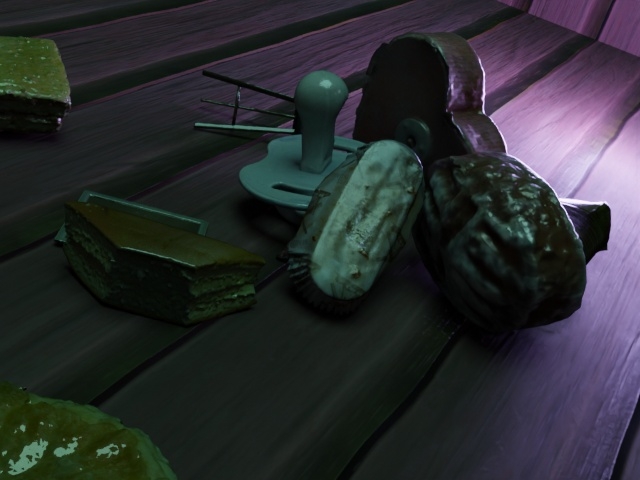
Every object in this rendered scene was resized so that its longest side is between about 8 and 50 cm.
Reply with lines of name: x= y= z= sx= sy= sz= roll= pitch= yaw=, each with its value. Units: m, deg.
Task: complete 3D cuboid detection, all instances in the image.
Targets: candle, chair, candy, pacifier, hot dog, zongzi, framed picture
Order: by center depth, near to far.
framed picture: x=-0.252 y=-0.011 z=1.183 sx=0.183 sy=0.011 sz=0.142 roll=14 pitch=30 yaw=-6
hot dog: x=0.051 y=-0.026 z=1.184 sx=0.144 sy=0.075 sz=0.268 roll=33 pitch=69 yaw=1
candy: x=0.236 y=0.000 z=1.211 sx=0.157 sy=0.214 sz=0.289 roll=-6 pitch=40 yaw=-30
pacifier: x=0.007 y=-0.145 z=1.319 sx=0.238 sy=0.226 sz=0.287 roll=11 pitch=31 yaw=18
zongzi: x=0.315 y=0.000 z=1.388 sx=0.241 sy=0.111 sz=0.247 roll=13 pitch=31 yaw=30
candle: x=0.176 y=-0.173 z=1.463 sx=0.131 sy=0.287 sz=0.317 roll=-9 pitch=78 yaw=-41
chair: x=-0.109 y=-0.236 z=1.544 sx=0.221 sy=0.095 sz=0.104 roll=12 pitch=39 yaw=-10

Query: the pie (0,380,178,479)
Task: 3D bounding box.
pie: x=-0.271 y=0.225 z=0.723 sx=0.306 sy=0.071 sz=0.306 roll=12 pitch=27 yaw=-6

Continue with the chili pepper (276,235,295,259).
chili pepper: x=0.000 y=-0.001 z=1.267 sx=0.153 sy=0.041 sz=0.050 roll=-11 pitch=-2 yaw=-39

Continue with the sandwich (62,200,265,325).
sandwich: x=-0.197 y=0.034 z=1.054 sx=0.257 sy=0.094 sz=0.096 roll=15 pitch=29 yaw=-6

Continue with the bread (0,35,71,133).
bread: x=-0.474 y=-0.239 z=1.358 sx=0.138 sy=0.102 sz=0.196 roll=-4 pitch=39 yaw=-27
